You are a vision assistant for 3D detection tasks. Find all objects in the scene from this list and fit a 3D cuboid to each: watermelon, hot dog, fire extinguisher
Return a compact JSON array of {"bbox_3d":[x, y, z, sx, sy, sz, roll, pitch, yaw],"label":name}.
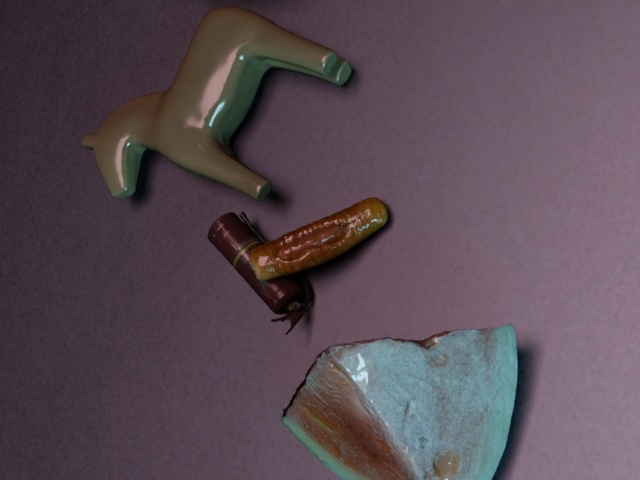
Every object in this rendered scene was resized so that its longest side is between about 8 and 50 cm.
[{"bbox_3d":[0.053,0.124,1.101,0.207,0.202,0.136,5,40,28],"label":"watermelon"},{"bbox_3d":[0.000,0.000,1.207,0.137,0.028,0.044,-22,69,-1],"label":"hot dog"},{"bbox_3d":[-0.054,0.030,1.240,0.056,0.039,0.132,-32,65,-26],"label":"fire extinguisher"}]

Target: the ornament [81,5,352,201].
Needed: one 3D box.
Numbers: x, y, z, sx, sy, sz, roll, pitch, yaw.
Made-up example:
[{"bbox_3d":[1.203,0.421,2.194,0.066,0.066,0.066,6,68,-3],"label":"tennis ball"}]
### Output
[{"bbox_3d":[-0.119,-0.126,1.310,0.245,0.061,0.230,28,93,31],"label":"ornament"}]
